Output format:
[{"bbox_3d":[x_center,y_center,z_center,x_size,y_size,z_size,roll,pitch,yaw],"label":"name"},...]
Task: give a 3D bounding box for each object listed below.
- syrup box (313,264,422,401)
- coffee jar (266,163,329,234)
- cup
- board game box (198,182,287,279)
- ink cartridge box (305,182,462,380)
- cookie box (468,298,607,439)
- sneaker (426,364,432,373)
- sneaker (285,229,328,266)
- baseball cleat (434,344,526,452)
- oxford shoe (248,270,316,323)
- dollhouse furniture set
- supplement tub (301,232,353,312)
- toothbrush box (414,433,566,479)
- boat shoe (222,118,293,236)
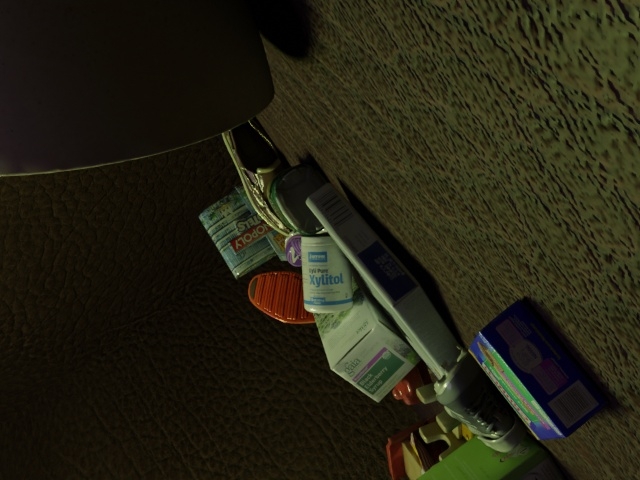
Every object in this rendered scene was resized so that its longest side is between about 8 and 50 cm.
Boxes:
[{"bbox_3d":[0.060,0.125,1.138,0.096,0.093,0.237,38,-169,-22],"label":"syrup box"},{"bbox_3d":[-0.030,-0.061,1.126,0.096,0.079,0.184,56,176,-7],"label":"coffee jar"},{"bbox_3d":[-0.218,-0.222,0.652,0.331,0.331,0.237,-132,32,-60],"label":"cup"},{"bbox_3d":[-0.108,-0.019,1.473,0.194,0.194,0.060,57,177,12],"label":"board game box"},{"bbox_3d":[0.089,0.060,0.959,0.223,0.045,0.224,52,178,44],"label":"ink cartridge box"},{"bbox_3d":[0.155,0.099,0.565,0.092,0.040,0.107,53,176,16],"label":"cookie box"},{"bbox_3d":[0.159,0.193,1.377,0.118,0.067,0.042,17,154,28],"label":"sneaker"},{"bbox_3d":[-0.012,0.021,1.198,0.068,0.071,0.170,29,159,-21],"label":"sneaker"},{"bbox_3d":[0.182,0.177,0.843,0.109,0.072,0.206,38,175,20],"label":"baseball cleat"},{"bbox_3d":[-0.010,0.120,1.485,0.271,0.096,0.098,11,177,22],"label":"oxford shoe"},{"bbox_3d":[0.206,0.297,1.171,0.201,0.152,0.374,51,157,47],"label":"dollhouse furniture set"},{"bbox_3d":[0.009,0.045,1.077,0.071,0.071,0.107,-151,56,-81],"label":"supplement tub"},{"bbox_3d":[0.181,0.384,0.908,0.206,0.283,0.122,55,176,-11],"label":"toothbrush box"},{"bbox_3d":[-0.099,-0.117,1.385,0.257,0.095,0.095,55,170,-2],"label":"boat shoe"}]
